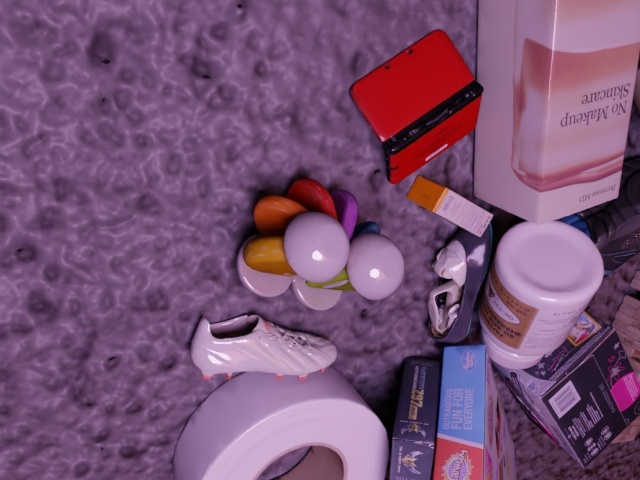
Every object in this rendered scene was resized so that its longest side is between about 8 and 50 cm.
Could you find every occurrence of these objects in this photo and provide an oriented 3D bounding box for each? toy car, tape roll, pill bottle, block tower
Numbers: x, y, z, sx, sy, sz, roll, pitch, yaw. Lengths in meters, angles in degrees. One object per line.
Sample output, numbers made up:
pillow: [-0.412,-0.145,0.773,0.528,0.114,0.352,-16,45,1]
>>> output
toy car: [0.000,0.000,0.691,0.182,0.159,0.136,19,66,-33]
tape roll: [-0.049,0.306,0.818,0.287,0.100,0.285,-11,117,-24]
pill bottle: [0.291,0.086,0.835,0.131,0.131,0.229,-26,147,-15]
block tower: [0.591,0.211,1.120,0.091,0.097,0.335,7,107,-30]

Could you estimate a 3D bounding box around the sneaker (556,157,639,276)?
sneaker: [0.461,-0.027,0.941,0.341,0.125,0.139,-19,138,-14]

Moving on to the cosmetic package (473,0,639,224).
cosmetic package: [0.291,-0.188,0.749,0.153,0.129,0.296,-19,121,-21]

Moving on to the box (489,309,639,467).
box: [0.408,0.231,1.002,0.163,0.142,0.247,-42,124,-4]

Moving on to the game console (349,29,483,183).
game console: [0.118,-0.161,0.741,0.144,0.085,0.124,-35,155,-9]

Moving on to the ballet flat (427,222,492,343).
ballet flat: [0.191,0.060,0.850,0.074,0.074,0.203,-6,117,-26]

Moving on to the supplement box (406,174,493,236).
supplement box: [0.171,-0.046,0.793,0.099,0.062,0.036,23,99,-35]

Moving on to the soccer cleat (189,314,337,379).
soccer cleat: [-0.063,0.130,0.750,0.197,0.068,0.076,3,108,-26]

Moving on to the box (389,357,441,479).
box: [0.134,0.318,0.875,0.059,0.183,0.232,6,114,12]

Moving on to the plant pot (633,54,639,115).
plant pot: [0.530,-0.237,0.796,0.191,0.284,0.284,26,100,-1]

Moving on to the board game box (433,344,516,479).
board game box: [0.244,0.349,0.908,0.064,0.242,0.316,-7,131,23]
